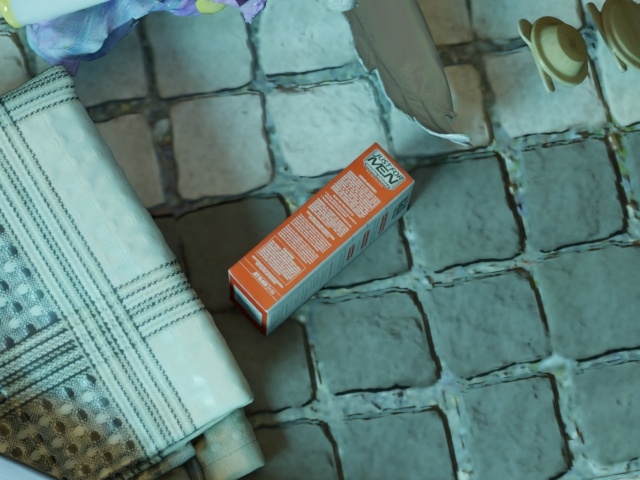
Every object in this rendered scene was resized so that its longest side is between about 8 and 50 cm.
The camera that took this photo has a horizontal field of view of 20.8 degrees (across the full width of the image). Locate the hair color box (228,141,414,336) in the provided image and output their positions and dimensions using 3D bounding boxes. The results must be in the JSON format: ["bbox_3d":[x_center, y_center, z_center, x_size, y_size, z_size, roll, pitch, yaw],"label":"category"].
[{"bbox_3d":[0.000,0.000,1.231,0.141,0.072,0.043,-41,79,-14],"label":"hair color box"}]

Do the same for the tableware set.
[{"bbox_3d":[0.183,-0.178,1.276,0.168,0.020,0.141,-16,79,-45],"label":"tableware set"}]

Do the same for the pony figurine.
[{"bbox_3d":[-0.043,-0.239,1.225,0.363,0.303,0.351,-13,64,10],"label":"pony figurine"}]

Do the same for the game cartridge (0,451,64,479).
[{"bbox_3d":[-0.201,0.262,1.111,0.355,0.068,0.230,24,79,-3],"label":"game cartridge"}]

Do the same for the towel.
[{"bbox_3d":[-0.231,0.088,1.171,0.312,0.056,0.324,-29,89,-10],"label":"towel"}]
